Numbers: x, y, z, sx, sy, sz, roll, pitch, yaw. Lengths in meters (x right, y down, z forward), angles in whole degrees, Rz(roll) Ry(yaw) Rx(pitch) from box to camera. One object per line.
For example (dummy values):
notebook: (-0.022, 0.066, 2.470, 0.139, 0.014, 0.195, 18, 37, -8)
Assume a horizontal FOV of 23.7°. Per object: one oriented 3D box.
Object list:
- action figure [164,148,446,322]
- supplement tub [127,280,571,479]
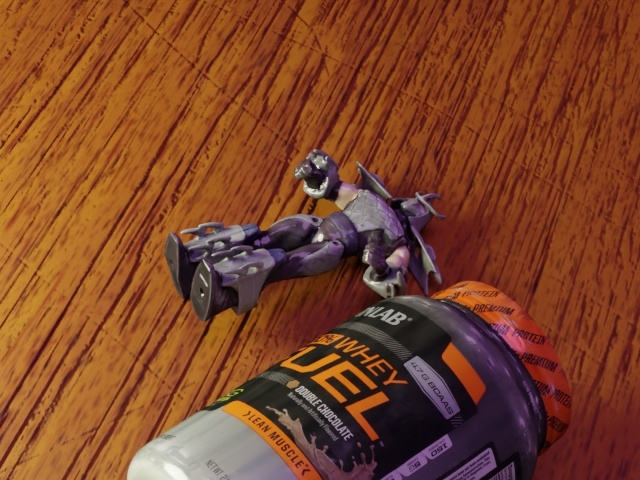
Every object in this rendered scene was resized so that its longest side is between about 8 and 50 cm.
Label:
action figure: (0.000, 0.000, 1.480, 0.285, 0.099, 0.185, -17, 43, -24)
supplement tub: (0.031, 0.180, 1.247, 0.338, 0.207, 0.207, -30, 57, -27)
